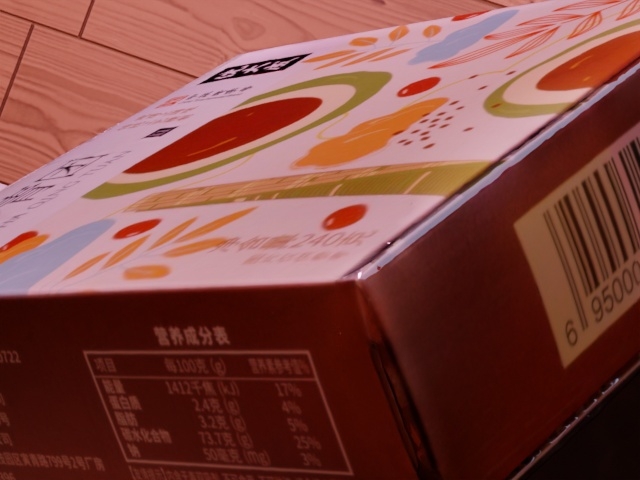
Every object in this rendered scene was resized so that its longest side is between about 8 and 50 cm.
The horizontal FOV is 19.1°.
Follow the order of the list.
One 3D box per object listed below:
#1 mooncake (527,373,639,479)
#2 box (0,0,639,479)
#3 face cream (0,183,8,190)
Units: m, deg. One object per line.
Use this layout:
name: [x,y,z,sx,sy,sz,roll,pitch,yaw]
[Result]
mooncake: [0.127,0.122,1.171,0.381,0.350,0.212,-21,20,-25]
box: [0.000,0.000,0.952,0.385,0.122,0.344,-3,23,44]
face cream: [-0.202,0.086,1.410,0.179,0.218,0.218,20,-3,16]
